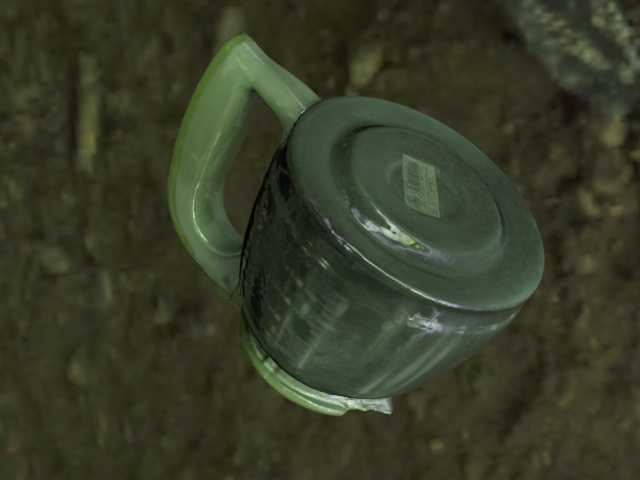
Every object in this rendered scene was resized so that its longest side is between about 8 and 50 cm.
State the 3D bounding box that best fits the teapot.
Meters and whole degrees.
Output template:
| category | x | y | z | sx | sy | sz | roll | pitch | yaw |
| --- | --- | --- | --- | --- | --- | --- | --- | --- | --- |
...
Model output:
| category | x | y | z | sx | sy | sz | roll | pitch | yaw |
| --- | --- | --- | --- | --- | --- | --- | --- | --- | --- |
| teapot | 0.008 | 0.002 | 0.598 | 0.091 | 0.092 | 0.124 | -56 | 42 | 35 |
